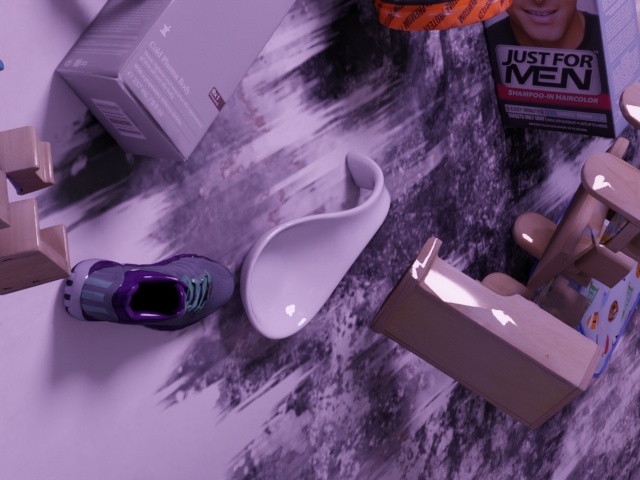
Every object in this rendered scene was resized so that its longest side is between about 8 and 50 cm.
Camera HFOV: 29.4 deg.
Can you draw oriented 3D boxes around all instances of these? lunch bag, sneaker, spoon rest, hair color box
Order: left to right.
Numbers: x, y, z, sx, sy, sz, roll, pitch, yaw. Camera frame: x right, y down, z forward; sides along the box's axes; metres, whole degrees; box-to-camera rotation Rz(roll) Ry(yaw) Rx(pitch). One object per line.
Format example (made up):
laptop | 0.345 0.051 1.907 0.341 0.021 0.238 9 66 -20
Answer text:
sneaker | -0.149 0.061 1.240 0.224 0.098 0.083 -3 101 -52
spoon rest | 0.000 0.000 1.429 0.276 0.084 0.137 -51 134 -33
hair color box | 0.325 -0.335 1.680 0.113 0.185 0.374 -43 130 -37
lunch bag | 0.444 0.069 1.997 0.303 0.115 0.243 -52 137 -32

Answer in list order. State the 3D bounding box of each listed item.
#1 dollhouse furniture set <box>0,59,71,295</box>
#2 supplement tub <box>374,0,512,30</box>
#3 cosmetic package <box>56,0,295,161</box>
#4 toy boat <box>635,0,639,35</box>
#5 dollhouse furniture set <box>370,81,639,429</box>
dollhouse furniture set | -0.356 -0.129 0.958 0.286 0.198 0.303 60 18 -67
supplement tub | 0.121 -0.423 1.379 0.207 0.207 0.338 -36 126 -42
cosmetic package | -0.133 -0.207 1.192 0.238 0.107 0.127 -58 135 -20
toy boat | 0.426 -0.352 1.862 0.267 0.148 0.318 -51 142 -24
dollhouse furniture set | 0.283 0.007 1.627 0.394 0.256 0.362 -57 178 -31
